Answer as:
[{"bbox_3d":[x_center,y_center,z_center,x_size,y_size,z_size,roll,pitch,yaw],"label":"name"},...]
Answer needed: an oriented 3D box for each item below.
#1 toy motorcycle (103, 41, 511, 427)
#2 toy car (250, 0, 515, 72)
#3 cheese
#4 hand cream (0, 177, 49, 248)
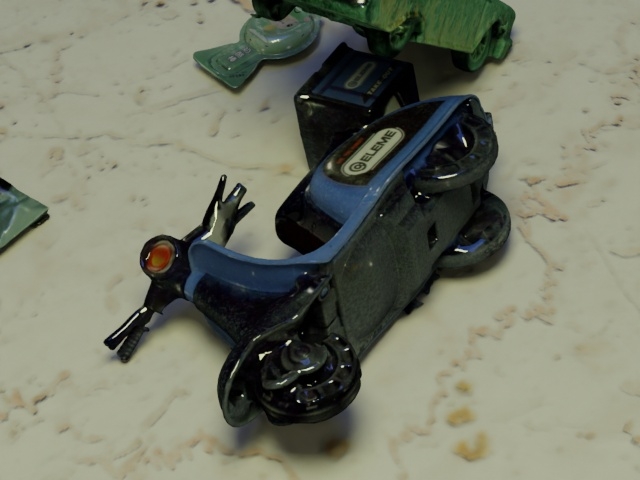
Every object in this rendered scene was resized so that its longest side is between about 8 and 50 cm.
[{"bbox_3d":[0.000,0.000,1.281,0.212,0.125,0.358,16,47,30],"label":"toy motorcycle"},{"bbox_3d":[0.053,-0.200,1.366,0.141,0.097,0.320,21,11,24],"label":"toy car"},{"bbox_3d":[-0.049,-0.175,1.503,0.120,0.026,0.067,-36,54,-25],"label":"cheese"},{"bbox_3d":[-0.331,-0.063,1.418,0.248,0.052,0.075,36,82,25],"label":"hand cream"}]
